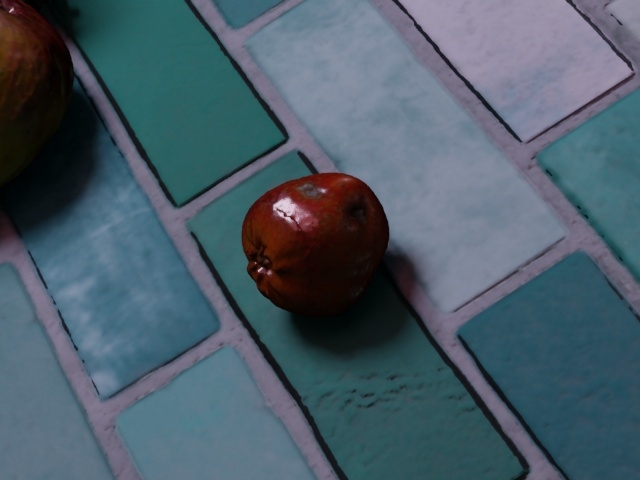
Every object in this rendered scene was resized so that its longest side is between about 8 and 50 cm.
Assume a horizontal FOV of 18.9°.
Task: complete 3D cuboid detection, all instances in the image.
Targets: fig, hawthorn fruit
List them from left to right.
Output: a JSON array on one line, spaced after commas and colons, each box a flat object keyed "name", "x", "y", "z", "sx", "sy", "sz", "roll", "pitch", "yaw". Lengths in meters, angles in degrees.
[{"name": "fig", "x": -0.294, "y": -0.074, "z": 1.331, "sx": 0.257, "sy": 0.159, "sz": 0.159, "roll": -40, "pitch": 42, "yaw": 15}, {"name": "hawthorn fruit", "x": 0.000, "y": 0.000, "z": 1.139, "sx": 0.093, "sy": 0.093, "sz": 0.093, "roll": -15, "pitch": 46, "yaw": 16}]

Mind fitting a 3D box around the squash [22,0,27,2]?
[{"name": "squash", "x": -0.341, "y": -0.213, "z": 1.424, "sx": 0.261, "sy": 0.189, "sz": 0.189, "roll": -25, "pitch": 44, "yaw": 0}]
